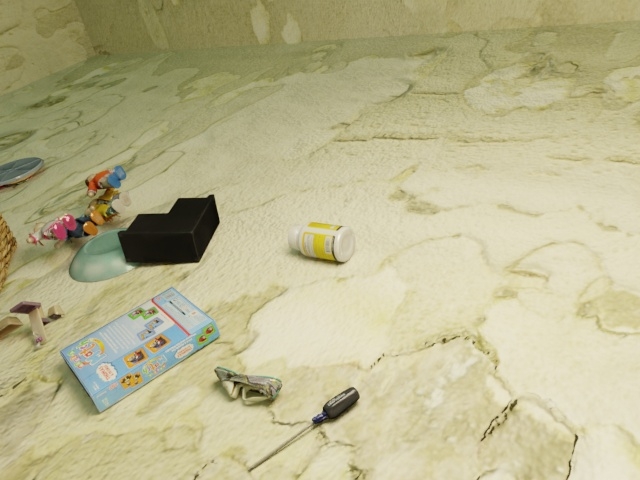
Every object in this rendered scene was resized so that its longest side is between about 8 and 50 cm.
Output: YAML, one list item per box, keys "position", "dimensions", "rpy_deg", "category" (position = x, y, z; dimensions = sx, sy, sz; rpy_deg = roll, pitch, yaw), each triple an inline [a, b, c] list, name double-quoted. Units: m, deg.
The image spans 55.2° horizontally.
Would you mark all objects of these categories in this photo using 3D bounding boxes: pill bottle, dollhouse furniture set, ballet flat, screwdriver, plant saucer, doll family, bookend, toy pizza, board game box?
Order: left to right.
- position: [-0.944, -0.201, 1.871]
  dimensions: [0.201, 0.032, 0.201]
  rpy_deg: [-10, 29, 6]
  category: "toy pizza"
- position: [-0.529, 0.174, 1.102]
  dimensions: [0.114, 0.091, 0.081]
  rpy_deg: [-31, 70, 15]
  category: "dollhouse furniture set"
- position: [-0.525, -0.052, 1.378]
  dimensions: [0.163, 0.118, 0.263]
  rpy_deg: [-3, 41, 46]
  category: "doll family"
- position: [-0.445, 0.017, 1.301]
  dimensions: [0.195, 0.037, 0.195]
  rpy_deg: [-10, 31, 6]
  category: "plant saucer"
- position: [-0.292, 0.166, 0.987]
  dimensions: [0.211, 0.039, 0.160]
  rpy_deg: [-30, 34, -27]
  category: "board game box"
- position: [-0.308, -0.026, 1.263]
  dimensions: [0.157, 0.072, 0.156]
  rpy_deg: [-1, 33, 9]
  category: "bookend"
- position: [-0.108, 0.203, 0.855]
  dimensions: [0.114, 0.041, 0.041]
  rpy_deg: [4, 35, 29]
  category: "ballet flat"
- position: [-0.022, 0.237, 0.778]
  dimensions: [0.170, 0.024, 0.025]
  rpy_deg: [-27, 62, -17]
  category: "screwdriver"
- position: [0.000, 0.000, 1.117]
  dimensions: [0.116, 0.065, 0.065]
  rpy_deg: [9, 37, 33]
  category: "pill bottle"

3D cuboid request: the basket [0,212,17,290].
- position: [-0.800, 0.008, 1.278]
  dimensions: [0.213, 0.223, 0.299]
  rpy_deg: [-18, 31, -8]
  category: "basket"
